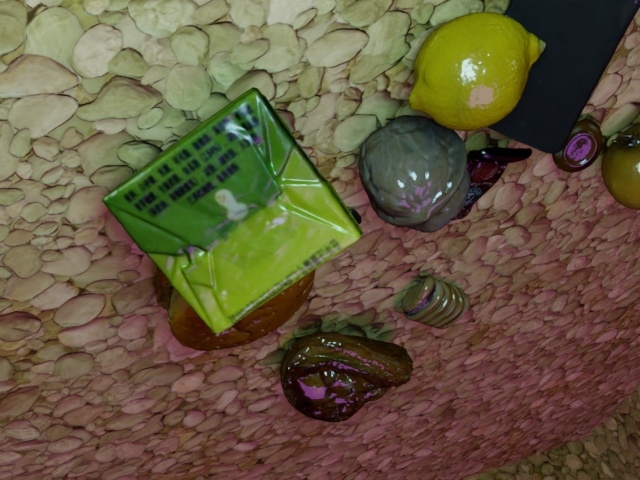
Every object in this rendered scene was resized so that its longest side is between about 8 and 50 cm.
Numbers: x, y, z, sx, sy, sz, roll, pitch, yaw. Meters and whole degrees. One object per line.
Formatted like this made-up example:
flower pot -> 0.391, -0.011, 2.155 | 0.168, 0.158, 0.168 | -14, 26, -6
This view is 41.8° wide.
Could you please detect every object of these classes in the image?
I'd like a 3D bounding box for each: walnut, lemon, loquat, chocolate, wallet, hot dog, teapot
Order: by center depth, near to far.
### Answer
chocolate -> -0.135, -0.053, 1.335 | 0.301, 0.137, 0.288 | -34, 109, 10
lemon -> 0.252, -0.279, 1.382 | 0.244, 0.187, 0.187 | -30, 148, -3
wallet -> 0.392, -0.316, 1.442 | 0.051, 0.197, 0.377 | -55, 168, -35
walnut -> 0.172, -0.119, 1.510 | 0.224, 0.224, 0.224 | -20, 147, -14
teapot -> 0.559, -0.210, 1.820 | 0.098, 0.078, 0.129 | 28, 111, -7
loquat -> 0.745, -0.169, 1.896 | 0.208, 0.208, 0.208 | -20, 147, -14
hot dog -> 0.072, 0.337, 2.112 | 0.267, 0.174, 0.387 | -42, 146, 24

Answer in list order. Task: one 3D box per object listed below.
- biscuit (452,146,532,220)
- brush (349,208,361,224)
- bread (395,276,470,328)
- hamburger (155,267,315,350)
biscuit -> 0.321, -0.122, 1.762 | 0.151, 0.063, 0.235 | -1, 141, -36
brush -> 0.000, 0.000, 1.732 | 0.193, 0.016, 0.063 | -32, 147, 5
bread -> 0.289, 0.164, 2.123 | 0.134, 0.081, 0.225 | -42, 146, 22
hamburger -> -0.153, 0.086, 1.600 | 0.314, 0.170, 0.290 | -24, 154, -10
